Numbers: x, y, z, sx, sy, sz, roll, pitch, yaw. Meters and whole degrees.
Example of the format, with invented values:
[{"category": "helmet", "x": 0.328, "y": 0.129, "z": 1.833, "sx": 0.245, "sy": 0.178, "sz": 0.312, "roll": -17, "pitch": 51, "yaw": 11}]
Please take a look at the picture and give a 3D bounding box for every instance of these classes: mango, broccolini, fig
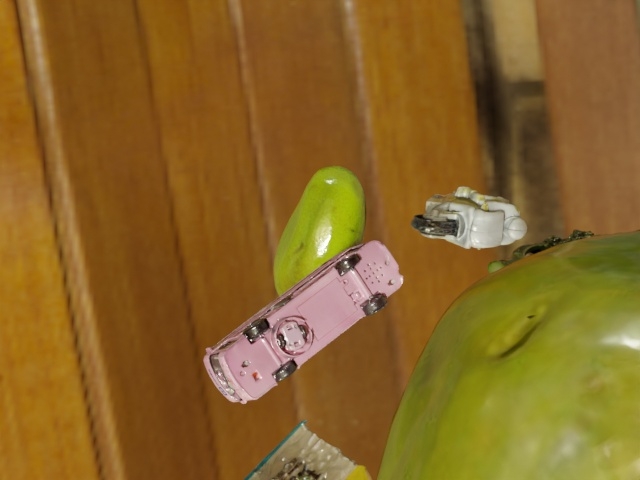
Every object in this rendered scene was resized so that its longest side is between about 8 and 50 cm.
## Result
[{"category": "mango", "x": -0.001, "y": 0.004, "z": 1.738, "sx": 0.117, "sy": 0.089, "sz": 0.163, "roll": -81, "pitch": -177, "yaw": -60}, {"category": "broccolini", "x": 0.236, "y": 0.032, "z": 1.729, "sx": 0.202, "sy": 0.091, "sz": 0.068, "roll": -12, "pitch": 130, "yaw": -44}, {"category": "fig", "x": 0.121, "y": 0.143, "z": 0.627, "sx": 0.233, "sy": 0.233, "sz": 0.314, "roll": 27, "pitch": 80, "yaw": -44}]

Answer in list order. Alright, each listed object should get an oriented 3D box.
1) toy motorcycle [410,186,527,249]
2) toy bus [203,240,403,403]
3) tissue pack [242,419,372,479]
[{"category": "toy motorcycle", "x": 0.210, "y": -0.030, "z": 2.194, "sx": 0.228, "sy": 0.151, "sz": 0.074, "roll": -24, "pitch": 121, "yaw": -70}, {"category": "toy bus", "x": -0.016, "y": 0.076, "z": 1.518, "sx": 0.203, "sy": 0.090, "sz": 0.063, "roll": -36, "pitch": 97, "yaw": -26}, {"category": "tissue pack", "x": -0.028, "y": 0.230, "z": 1.127, "sx": 0.169, "sy": 0.082, "sz": 0.120, "roll": -44, "pitch": 137, "yaw": -19}]
